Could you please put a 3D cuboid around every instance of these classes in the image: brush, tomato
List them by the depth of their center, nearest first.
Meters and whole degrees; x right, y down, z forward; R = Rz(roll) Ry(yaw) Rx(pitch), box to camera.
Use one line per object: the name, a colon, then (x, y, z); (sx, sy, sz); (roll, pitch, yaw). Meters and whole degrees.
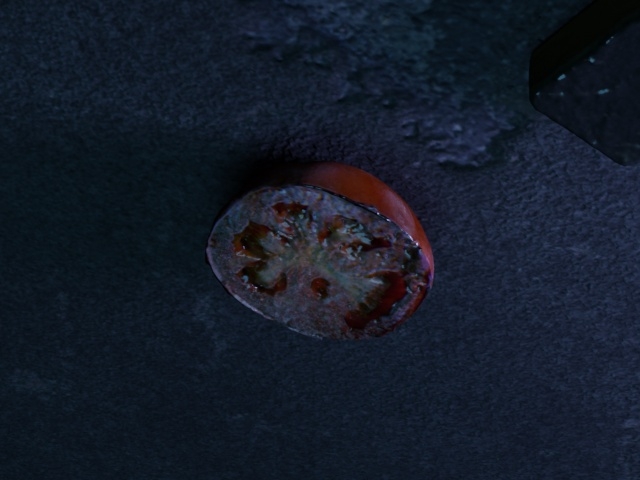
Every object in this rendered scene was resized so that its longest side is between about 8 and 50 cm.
brush: (0.267, -0.144, 1.116); (0.123, 0.059, 0.197); (28, 140, -22)
tomato: (0.002, -0.002, 1.352); (0.225, 0.085, 0.225); (10, 142, 8)
